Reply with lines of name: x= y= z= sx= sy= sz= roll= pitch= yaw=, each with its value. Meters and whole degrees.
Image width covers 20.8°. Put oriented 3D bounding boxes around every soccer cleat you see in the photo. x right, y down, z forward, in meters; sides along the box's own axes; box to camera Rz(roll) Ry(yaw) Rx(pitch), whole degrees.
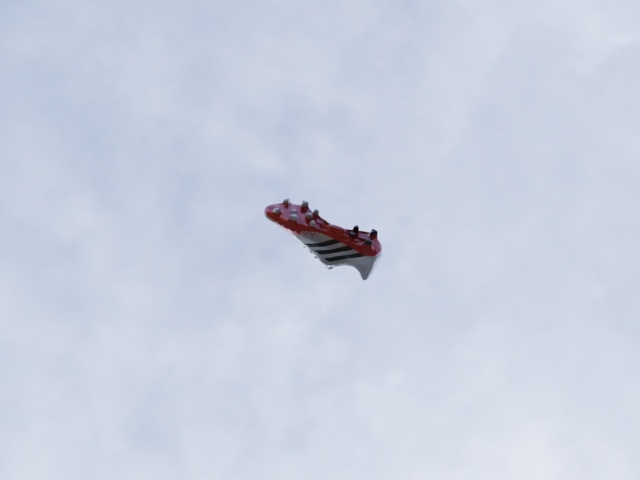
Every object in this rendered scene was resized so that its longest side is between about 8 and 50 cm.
soccer cleat: x=0.000 y=0.000 z=1.131 sx=0.083 sy=0.029 sz=0.035 roll=20 pitch=-58 yaw=12
